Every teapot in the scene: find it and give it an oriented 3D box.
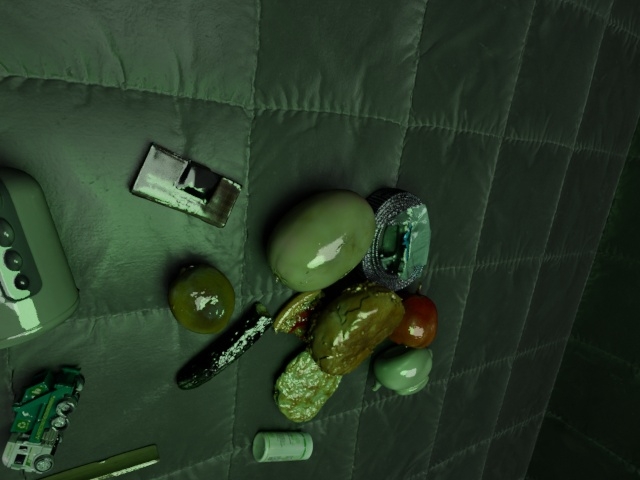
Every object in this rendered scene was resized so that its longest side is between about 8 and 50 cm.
[{"bbox_3d":[0.330,0.437,1.451,0.317,0.219,0.149,-20,91,-31],"label":"teapot"}]

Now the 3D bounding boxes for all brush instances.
[{"bbox_3d":[-0.554,0.586,1.021,0.282,0.054,0.048,-5,119,-31],"label":"brush"}]

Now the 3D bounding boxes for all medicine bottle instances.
[{"bbox_3d":[-0.120,0.660,1.308,0.183,0.086,0.086,21,95,-37],"label":"medicine bottle"}]

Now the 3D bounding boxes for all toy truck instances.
[{"bbox_3d":[-0.606,0.384,0.886,0.116,0.110,0.216,22,95,-24],"label":"toy truck"}]

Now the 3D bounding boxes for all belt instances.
[{"bbox_3d":[0.218,0.000,1.268,0.259,0.122,0.326,-3,107,-24],"label":"belt"}]

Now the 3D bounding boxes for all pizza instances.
[{"bbox_3d":[-0.037,0.248,1.228,0.188,0.062,0.199,-41,126,-12],"label":"pizza"}]

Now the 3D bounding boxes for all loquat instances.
[{"bbox_3d":[-0.281,0.147,0.984,0.152,0.152,0.195,-33,114,-19],"label":"loquat"}]

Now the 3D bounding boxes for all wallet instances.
[{"bbox_3d":[-0.300,-0.120,0.935,0.230,0.042,0.125,23,96,-35],"label":"wallet"}]

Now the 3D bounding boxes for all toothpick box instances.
[{"bbox_3d":[-0.562,0.010,0.697,0.228,0.229,0.317,-16,115,-28],"label":"toothpick box"}]

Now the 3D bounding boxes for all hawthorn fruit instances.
[{"bbox_3d":[0.308,0.249,1.384,0.196,0.196,0.226,30,75,-37],"label":"hawthorn fruit"}]

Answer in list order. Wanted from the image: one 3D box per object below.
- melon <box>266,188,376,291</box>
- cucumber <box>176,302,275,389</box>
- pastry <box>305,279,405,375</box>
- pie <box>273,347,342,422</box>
[{"bbox_3d":[0.000,0.000,1.064,0.317,0.223,0.223,-41,124,-13],"label":"melon"},{"bbox_3d":[-0.252,0.296,1.097,0.303,0.081,0.072,-43,154,-13],"label":"cucumber"},{"bbox_3d":[0.092,0.244,1.191,0.311,0.162,0.255,-44,145,-4],"label":"pastry"},{"bbox_3d":[-0.044,0.433,1.275,0.248,0.090,0.201,-49,115,-9],"label":"pie"}]
